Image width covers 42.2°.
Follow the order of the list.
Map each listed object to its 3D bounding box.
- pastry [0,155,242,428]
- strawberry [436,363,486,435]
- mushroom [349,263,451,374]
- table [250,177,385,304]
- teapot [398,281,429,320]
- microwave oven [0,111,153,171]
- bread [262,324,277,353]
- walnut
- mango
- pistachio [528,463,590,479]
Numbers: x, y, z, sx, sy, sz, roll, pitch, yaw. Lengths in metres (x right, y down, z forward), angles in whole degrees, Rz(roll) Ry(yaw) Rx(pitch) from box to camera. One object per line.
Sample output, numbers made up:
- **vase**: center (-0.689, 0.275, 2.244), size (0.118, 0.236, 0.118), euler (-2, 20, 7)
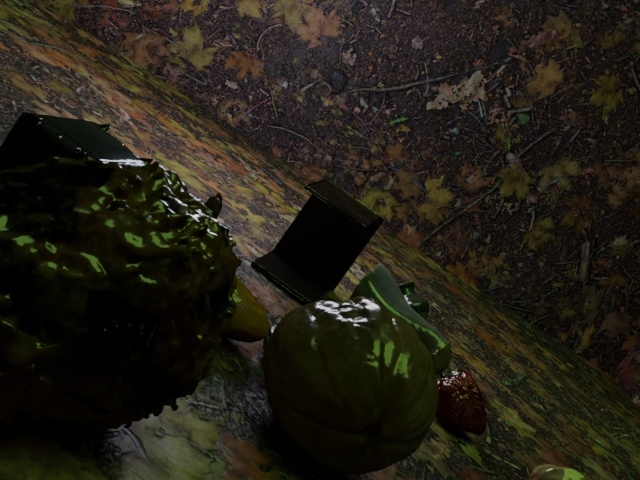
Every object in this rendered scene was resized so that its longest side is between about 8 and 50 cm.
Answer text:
- **pastry**: center (-0.274, 0.056, 0.978), size (0.405, 0.337, 0.292), euler (25, 24, -41)
- **strawberry**: center (0.321, 0.368, 1.897), size (0.148, 0.131, 0.131), euler (35, 10, 35)
- **mushroom**: center (0.217, 0.206, 2.167), size (0.329, 0.159, 0.122), euler (44, -20, 19)
- **table**: center (0.000, 0.000, 2.105), size (0.196, 0.250, 0.282), euler (37, 12, 5)
- **teapot**: center (0.219, 0.184, 2.302), size (0.166, 0.130, 0.119), euler (-8, 70, -31)
- **microwave oven**: center (-0.445, -0.111, 1.503), size (0.188, 0.178, 0.247), euler (36, 13, 12)
- **bread**: center (-0.020, 0.235, 1.612), size (0.172, 0.064, 0.232), euler (43, 16, 28)
- **walnut**: center (0.049, 0.226, 1.367), size (0.313, 0.277, 0.252), euler (-105, 178, -63)
- **mango**: center (-0.188, 0.106, 1.533), size (0.227, 0.109, 0.147), euler (36, 8, -8)
- **pistachio**: center (0.502, 0.547, 1.651), size (0.229, 0.157, 0.157), euler (47, 11, -6)
